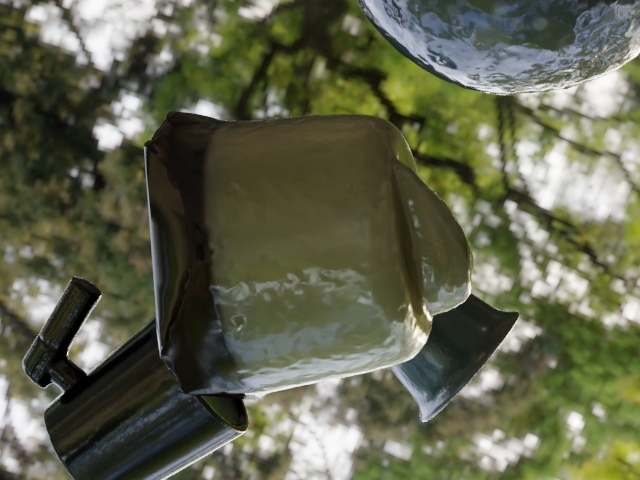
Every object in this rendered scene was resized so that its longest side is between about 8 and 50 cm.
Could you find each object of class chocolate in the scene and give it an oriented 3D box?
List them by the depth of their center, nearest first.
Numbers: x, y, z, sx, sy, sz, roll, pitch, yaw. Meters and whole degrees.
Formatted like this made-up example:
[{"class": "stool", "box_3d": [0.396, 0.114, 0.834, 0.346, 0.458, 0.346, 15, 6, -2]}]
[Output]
[{"class": "chocolate", "box_3d": [0.000, 0.000, 1.683, 0.297, 0.314, 0.326, -12, 166, 23]}]

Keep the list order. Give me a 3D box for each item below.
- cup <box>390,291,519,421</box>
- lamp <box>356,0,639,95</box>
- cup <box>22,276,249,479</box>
[{"class": "cup", "box_3d": [0.151, 0.126, 2.097, 0.150, 0.199, 0.199, 42, -158, 1]}, {"class": "lamp", "box_3d": [0.062, -0.210, 0.772, 0.182, 0.182, 0.314, -3, -130, -47]}, {"class": "cup", "box_3d": [-0.217, 0.165, 1.749, 0.239, 0.177, 0.166, 58, -170, 20]}]
